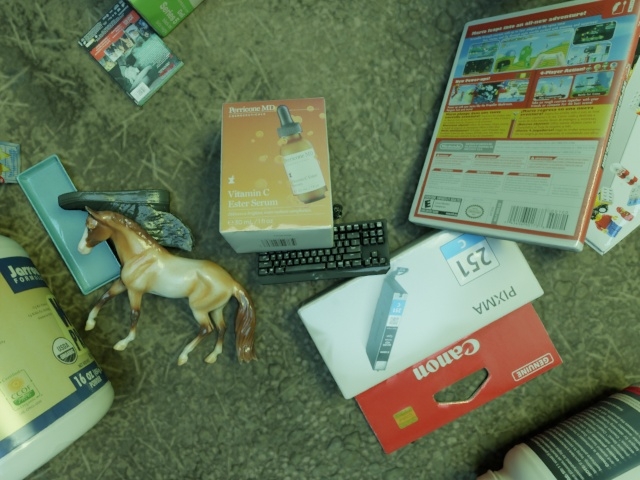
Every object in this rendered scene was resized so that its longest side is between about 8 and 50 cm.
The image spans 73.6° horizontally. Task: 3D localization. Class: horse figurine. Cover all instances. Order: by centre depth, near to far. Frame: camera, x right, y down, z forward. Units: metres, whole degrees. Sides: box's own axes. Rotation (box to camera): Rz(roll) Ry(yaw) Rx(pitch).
[{"bbox_3d":[-0.195,0.075,0.572,0.263,0.066,0.174,20,98,-11],"label":"horse figurine"}]

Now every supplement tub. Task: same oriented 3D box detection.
[{"bbox_3d":[-0.428,0.132,0.508,0.228,0.228,0.316,-31,93,2],"label":"supplement tub"},{"bbox_3d":[0.361,0.319,0.531,0.272,0.191,0.191,-29,93,2],"label":"supplement tub"}]

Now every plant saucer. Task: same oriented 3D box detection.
[{"bbox_3d":[-0.350,-0.022,0.605,0.067,0.018,0.192,-29,93,2],"label":"plant saucer"}]

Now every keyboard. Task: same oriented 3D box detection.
[{"bbox_3d":[0.000,0.000,0.576,0.180,0.023,0.108,-6,63,11],"label":"keyboard"}]

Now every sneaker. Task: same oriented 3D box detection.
[{"bbox_3d":[-0.262,-0.024,0.584,0.170,0.051,0.089,-4,93,-11],"label":"sneaker"}]

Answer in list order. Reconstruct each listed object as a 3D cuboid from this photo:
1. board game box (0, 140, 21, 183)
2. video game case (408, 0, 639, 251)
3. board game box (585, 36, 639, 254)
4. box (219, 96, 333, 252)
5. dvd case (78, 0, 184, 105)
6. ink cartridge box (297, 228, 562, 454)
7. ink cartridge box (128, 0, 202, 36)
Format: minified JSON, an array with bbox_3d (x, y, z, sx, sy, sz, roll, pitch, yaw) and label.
[{"bbox_3d":[-0.508,-0.109,0.537,0.194,0.194,0.060,1,94,-14],"label":"board game box"},{"bbox_3d":[0.233,-0.142,0.510,0.025,0.204,0.285,20,86,-45],"label":"video game case"},{"bbox_3d":[0.369,-0.158,0.494,0.193,0.053,0.305,47,115,18],"label":"board game box"},{"bbox_3d":[-0.052,-0.079,0.538,0.130,0.091,0.170,-4,74,1],"label":"box"},{"bbox_3d":[-0.262,-0.261,0.593,0.087,0.013,0.119,-43,91,3],"label":"dvd case"},{"bbox_3d":[0.159,0.133,0.586,0.296,0.066,0.261,-29,91,2],"label":"ink cartridge box"},{"bbox_3d":[-0.181,-0.438,0.532,0.273,0.115,0.198,-41,93,3],"label":"ink cartridge box"}]
